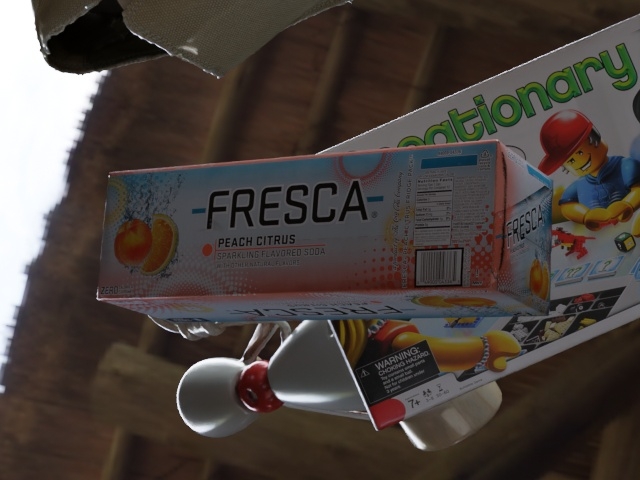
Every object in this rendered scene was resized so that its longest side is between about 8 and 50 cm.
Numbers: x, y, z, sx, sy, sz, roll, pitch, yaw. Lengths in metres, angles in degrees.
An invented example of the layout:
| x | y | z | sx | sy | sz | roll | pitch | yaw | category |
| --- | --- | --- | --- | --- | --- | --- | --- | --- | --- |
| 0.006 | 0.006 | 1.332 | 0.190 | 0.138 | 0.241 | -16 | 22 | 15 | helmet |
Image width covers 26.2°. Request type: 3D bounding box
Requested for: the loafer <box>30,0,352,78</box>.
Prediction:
| x | y | z | sx | sy | sz | roll | pitch | yaw | category |
| --- | --- | --- | --- | --- | --- | --- | --- | --- | --- |
| -0.048 | -0.134 | 0.717 | 0.268 | 0.102 | 0.092 | -3 | -104 | 38 | loafer |

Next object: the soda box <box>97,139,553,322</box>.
| x | y | z | sx | sy | sz | roll | pitch | yaw | category |
| --- | --- | --- | --- | --- | --- | --- | --- | --- | --- |
| 0.000 | 0.000 | 0.561 | 0.183 | 0.063 | 0.058 | -2 | -104 | 29 | soda box |

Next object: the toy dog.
| x | y | z | sx | sy | sz | roll | pitch | yaw | category |
| --- | --- | --- | --- | --- | --- | --- | --- | --- | --- |
| 0.021 | 0.080 | 1.167 | 0.333 | 0.161 | 0.220 | 6 | -59 | 39 | toy dog |

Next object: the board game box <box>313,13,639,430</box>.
| x | y | z | sx | sy | sz | roll | pitch | yaw | category |
| --- | --- | --- | --- | --- | --- | --- | --- | --- | --- |
| 0.139 | -0.017 | 0.958 | 0.053 | 0.305 | 0.193 | -113 | 179 | -87 | board game box |
